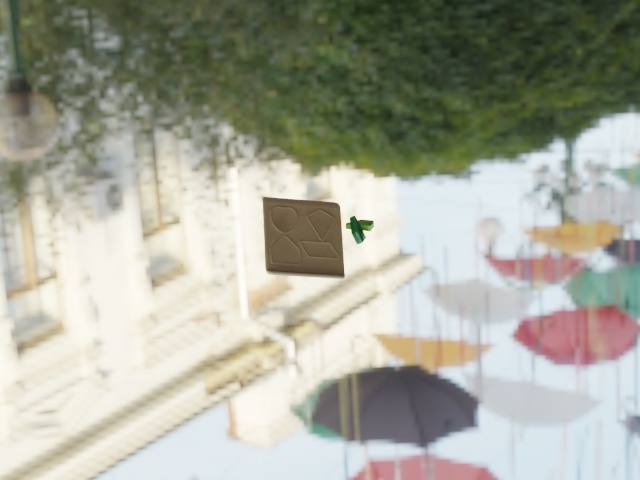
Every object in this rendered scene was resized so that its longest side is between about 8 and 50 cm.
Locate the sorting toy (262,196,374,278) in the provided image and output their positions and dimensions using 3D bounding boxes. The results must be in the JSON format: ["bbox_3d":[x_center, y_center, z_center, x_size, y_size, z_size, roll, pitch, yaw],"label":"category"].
[{"bbox_3d":[0.000,0.000,1.056,0.083,0.062,0.012,4,153,-18],"label":"sorting toy"}]
